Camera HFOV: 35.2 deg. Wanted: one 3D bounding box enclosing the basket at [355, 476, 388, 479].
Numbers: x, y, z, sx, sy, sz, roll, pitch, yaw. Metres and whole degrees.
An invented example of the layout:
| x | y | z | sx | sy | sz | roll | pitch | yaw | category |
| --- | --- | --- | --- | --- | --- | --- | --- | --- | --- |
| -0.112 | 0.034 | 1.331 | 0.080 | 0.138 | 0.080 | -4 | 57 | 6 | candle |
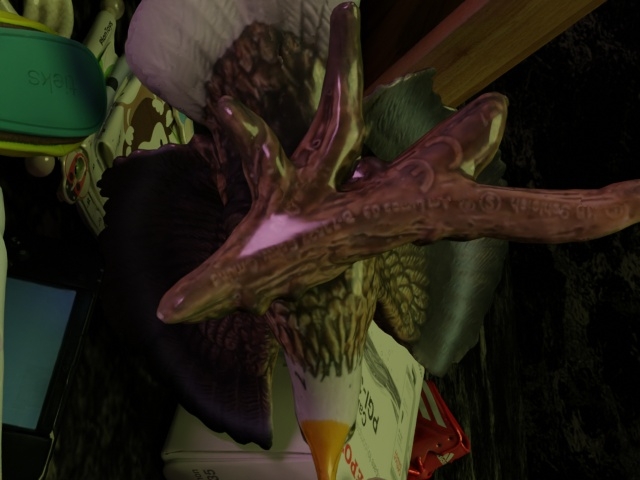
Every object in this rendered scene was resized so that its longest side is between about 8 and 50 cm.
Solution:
| x | y | z | sx | sy | sz | roll | pitch | yaw | category |
| --- | --- | --- | --- | --- | --- | --- | --- | --- | --- |
| 0.081 | 0.353 | 0.525 | 0.328 | 0.331 | 0.266 | -40 | 126 | -35 | basket |

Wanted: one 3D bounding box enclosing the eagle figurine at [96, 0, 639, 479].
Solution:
| x | y | z | sx | sy | sz | roll | pitch | yaw | category |
| --- | --- | --- | --- | --- | --- | --- | --- | --- | --- |
| -0.003 | 0.011 | 0.503 | 0.225 | 0.226 | 0.298 | -61 | 179 | -5 | eagle figurine |

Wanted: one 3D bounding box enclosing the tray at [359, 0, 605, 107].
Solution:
| x | y | z | sx | sy | sz | roll | pitch | yaw | category |
| --- | --- | --- | --- | --- | --- | --- | --- | --- | --- |
| 0.080 | -0.201 | 0.764 | 0.411 | 0.076 | 0.203 | 147 | -53 | -65 | tray |

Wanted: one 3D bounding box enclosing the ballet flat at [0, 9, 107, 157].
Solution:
| x | y | z | sx | sy | sz | roll | pitch | yaw | category |
| --- | --- | --- | --- | --- | --- | --- | --- | --- | --- |
| -0.169 | -0.066 | 0.376 | 0.231 | 0.077 | 0.077 | 8 | 80 | -70 | ballet flat |

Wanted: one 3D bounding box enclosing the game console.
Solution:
| x | y | z | sx | sy | sz | roll | pitch | yaw | category |
| --- | --- | --- | --- | --- | --- | --- | --- | --- | --- |
| -0.154 | 0.031 | 0.422 | 0.071 | 0.107 | 0.122 | 110 | -9 | -57 | game console |

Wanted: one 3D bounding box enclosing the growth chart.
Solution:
| x | y | z | sx | sy | sz | roll | pitch | yaw | category |
| --- | --- | --- | --- | --- | --- | --- | --- | --- | --- |
| -0.107 | -0.038 | 0.650 | 0.237 | 0.021 | 0.172 | 65 | 27 | -49 | growth chart |

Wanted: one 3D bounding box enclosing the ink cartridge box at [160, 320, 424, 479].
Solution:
| x | y | z | sx | sy | sz | roll | pitch | yaw | category |
| --- | --- | --- | --- | --- | --- | --- | --- | --- | --- |
| -0.001 | 0.106 | 0.786 | 0.283 | 0.117 | 0.207 | -76 | 155 | -43 | ink cartridge box |

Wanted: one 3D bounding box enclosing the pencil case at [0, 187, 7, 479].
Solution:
| x | y | z | sx | sy | sz | roll | pitch | yaw | category |
| --- | --- | --- | --- | --- | --- | --- | --- | --- | --- |
| -0.162 | 0.103 | 0.311 | 0.124 | 0.113 | 0.273 | 2 | 84 | -43 | pencil case |

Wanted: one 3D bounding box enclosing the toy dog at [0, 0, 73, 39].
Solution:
| x | y | z | sx | sy | sz | roll | pitch | yaw | category |
| --- | --- | --- | --- | --- | --- | --- | --- | --- | --- |
| -0.113 | -0.260 | 0.447 | 0.220 | 0.160 | 0.334 | 25 | 63 | -69 | toy dog |

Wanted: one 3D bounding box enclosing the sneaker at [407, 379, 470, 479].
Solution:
| x | y | z | sx | sy | sz | roll | pitch | yaw | category |
| --- | --- | --- | --- | --- | --- | --- | --- | --- | --- |
| 0.078 | 0.233 | 0.981 | 0.087 | 0.128 | 0.221 | 48 | 42 | -62 | sneaker |
